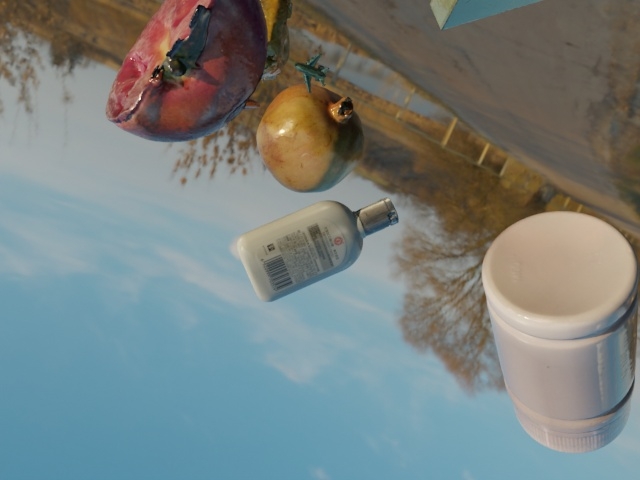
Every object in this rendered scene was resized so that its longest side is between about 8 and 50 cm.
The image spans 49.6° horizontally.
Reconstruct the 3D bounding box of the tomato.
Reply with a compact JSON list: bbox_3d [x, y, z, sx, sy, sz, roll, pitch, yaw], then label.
[{"bbox_3d":[-0.199,-0.306,1.153,0.176,0.335,0.289,28,-153,-33],"label":"tomato"}]

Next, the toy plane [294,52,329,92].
[{"bbox_3d":[-0.017,-0.337,1.381,0.083,0.080,0.033,30,-154,29],"label":"toy plane"}]

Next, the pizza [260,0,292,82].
[{"bbox_3d":[-0.095,-0.512,1.502,0.080,0.435,0.392,8,-149,-1],"label":"pizza"}]

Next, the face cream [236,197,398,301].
[{"bbox_3d":[0.000,0.000,1.255,0.071,0.291,0.144,-125,11,-67],"label":"face cream"}]

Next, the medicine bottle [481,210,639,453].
[{"bbox_3d":[0.239,0.099,0.678,0.133,0.133,0.249,32,156,41],"label":"medicine bottle"}]

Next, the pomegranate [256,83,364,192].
[{"bbox_3d":[-0.014,-0.246,1.622,0.252,0.270,0.229,53,-139,-11],"label":"pomegranate"}]

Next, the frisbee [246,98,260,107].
[{"bbox_3d":[-0.247,-0.354,1.735,0.192,0.035,0.192,14,-167,-4],"label":"frisbee"}]

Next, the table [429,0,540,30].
[{"bbox_3d":[0.253,-0.367,0.856,0.240,0.111,0.121,-19,170,-12],"label":"table"}]
